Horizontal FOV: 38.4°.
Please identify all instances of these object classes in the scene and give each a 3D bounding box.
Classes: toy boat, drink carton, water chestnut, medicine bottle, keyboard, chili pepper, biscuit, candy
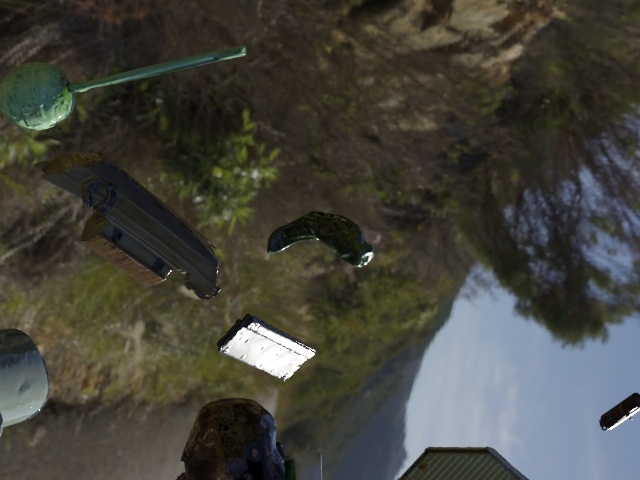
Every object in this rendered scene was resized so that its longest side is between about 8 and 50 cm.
[{"bbox_3d":[-0.381,-0.027,1.845,0.162,0.445,0.136,-47,-144,0],"label":"toy boat"},{"bbox_3d":[-0.492,0.196,1.266,0.185,0.191,0.189,67,12,2],"label":"drink carton"},{"bbox_3d":[-0.207,0.504,2.032,0.300,0.300,0.300,16,90,-87],"label":"water chestnut"},{"bbox_3d":[-0.032,0.511,1.796,0.119,0.069,0.183,134,-45,-66],"label":"medicine bottle"},{"bbox_3d":[-0.079,0.159,1.361,0.072,0.023,0.231,-45,151,4],"label":"keyboard"},{"bbox_3d":[-0.001,-0.006,1.367,0.050,0.182,0.073,-1,98,-53],"label":"chili pepper"},{"bbox_3d":[0.244,0.395,1.346,0.150,0.252,0.052,-52,171,10],"label":"biscuit"},{"bbox_3d":[-0.343,-0.282,1.591,0.119,0.440,0.119,-12,90,-86],"label":"candy"}]

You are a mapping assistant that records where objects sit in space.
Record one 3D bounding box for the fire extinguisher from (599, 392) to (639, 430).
[{"bbox_3d":[0.654,0.381,2.012,0.132,0.039,0.056,-51,-177,41],"label":"fire extinguisher"}]
